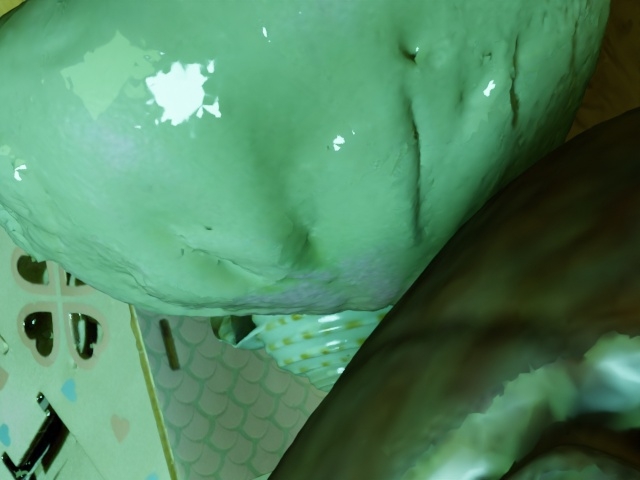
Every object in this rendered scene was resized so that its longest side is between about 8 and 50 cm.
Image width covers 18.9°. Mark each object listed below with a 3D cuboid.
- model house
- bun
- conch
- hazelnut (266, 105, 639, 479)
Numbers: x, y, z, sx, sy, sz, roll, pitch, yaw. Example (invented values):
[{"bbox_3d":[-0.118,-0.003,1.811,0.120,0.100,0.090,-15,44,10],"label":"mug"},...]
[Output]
[{"bbox_3d":[-0.119,0.033,1.066,0.326,0.169,0.244,51,130,24],"label":"model house"},{"bbox_3d":[0.005,-0.056,0.777,0.293,0.293,0.187,-34,86,50],"label":"bun"},{"bbox_3d":[0.004,0.005,0.940,0.135,0.102,0.153,-16,51,34],"label":"conch"},{"bbox_3d":[0.142,0.148,0.672,0.359,0.359,0.409,37,134,33],"label":"hazelnut"}]
